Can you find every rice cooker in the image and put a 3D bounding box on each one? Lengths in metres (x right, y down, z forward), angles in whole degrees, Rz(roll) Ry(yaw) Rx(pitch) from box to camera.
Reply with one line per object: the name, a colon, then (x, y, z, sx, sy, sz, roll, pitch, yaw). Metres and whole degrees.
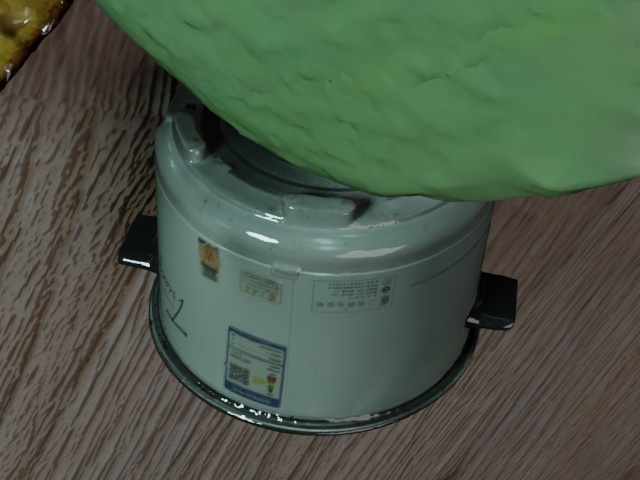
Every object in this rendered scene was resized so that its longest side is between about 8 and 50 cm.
rice cooker: (0.000, 0.000, 0.802, 0.280, 0.241, 0.227, 8, 131, 4)

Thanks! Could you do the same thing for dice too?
dice: (0.063, -0.227, 0.428, 0.322, 0.318, 0.330, 51, 62, -22)

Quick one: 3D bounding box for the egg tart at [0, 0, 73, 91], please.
egg tart: (-0.219, -0.130, 0.523, 0.215, 0.215, 0.171, -40, 133, 7)
